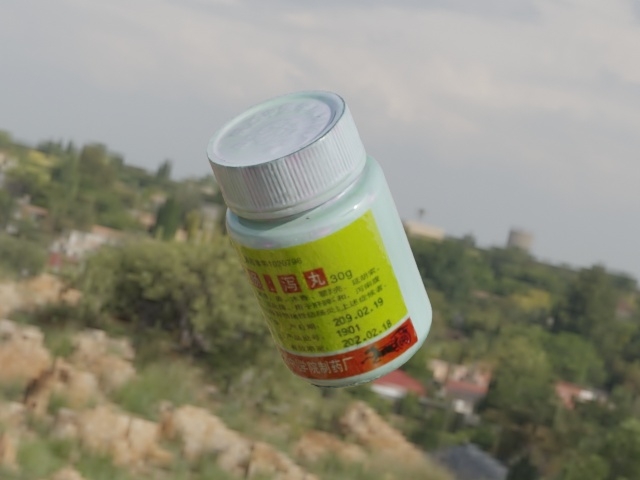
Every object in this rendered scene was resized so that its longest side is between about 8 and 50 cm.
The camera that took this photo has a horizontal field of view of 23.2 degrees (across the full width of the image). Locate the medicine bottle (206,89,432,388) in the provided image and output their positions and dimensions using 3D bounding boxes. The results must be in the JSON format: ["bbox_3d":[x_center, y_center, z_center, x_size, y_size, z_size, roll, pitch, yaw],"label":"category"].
[{"bbox_3d":[0.000,0.000,1.308,0.139,0.225,0.139,-16,29,9],"label":"medicine bottle"}]
